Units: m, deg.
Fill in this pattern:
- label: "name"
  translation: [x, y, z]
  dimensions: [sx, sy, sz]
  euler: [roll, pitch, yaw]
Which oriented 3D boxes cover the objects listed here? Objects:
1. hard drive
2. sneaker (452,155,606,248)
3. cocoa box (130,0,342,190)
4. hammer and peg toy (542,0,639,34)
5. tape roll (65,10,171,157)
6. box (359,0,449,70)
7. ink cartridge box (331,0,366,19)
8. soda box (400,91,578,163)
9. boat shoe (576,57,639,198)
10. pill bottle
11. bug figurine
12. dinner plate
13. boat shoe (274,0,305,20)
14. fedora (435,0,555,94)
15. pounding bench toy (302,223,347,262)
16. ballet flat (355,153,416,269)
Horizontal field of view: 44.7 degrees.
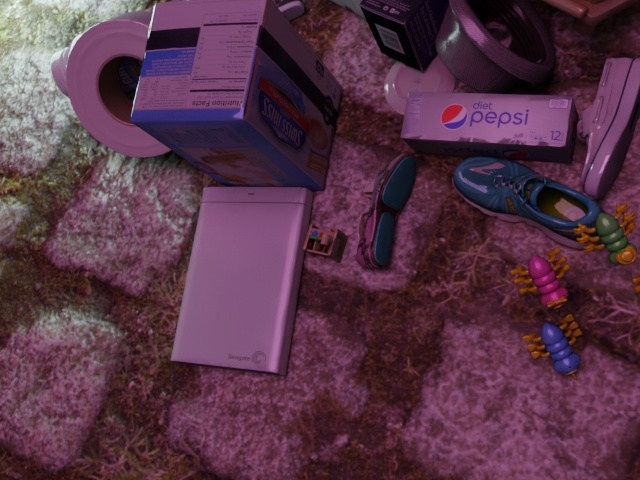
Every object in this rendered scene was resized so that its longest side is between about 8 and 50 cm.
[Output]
- label: "hard drive"
  translation: [-0.150, 0.069, 1.490]
  dimensions: [0.233, 0.047, 0.353]
  euler: [2, 75, 24]
- label: "sneaker"
  translation: [0.344, -0.081, 1.287]
  dimensions: [0.275, 0.110, 0.107]
  euler: [24, 85, 29]
- label: "cocoa box"
  translation: [-0.139, -0.250, 1.416]
  dimensions: [0.231, 0.347, 0.228]
  euler: [3, 75, 24]
- label: "hammer and peg toy"
  translation: [0.429, -0.464, 1.306]
  dimensions: [0.361, 0.127, 0.266]
  euler: [-30, 62, -12]
- label: "tape roll"
  translation: [-0.366, -0.317, 1.586]
  dimensions: [0.286, 0.100, 0.286]
  euler: [6, 116, 12]
- label: "box"
  translation: [0.189, -0.449, 1.437]
  dimensions: [0.108, 0.153, 0.207]
  euler: [33, 84, 29]
- label: "ink cartridge box"
  translation: [0.046, -0.547, 1.515]
  dimensions: [0.273, 0.198, 0.115]
  euler: [36, 88, 28]
- label: "soda box"
  translation: [0.292, -0.198, 1.352]
  dimensions: [0.286, 0.098, 0.091]
  euler: [7, 81, 26]
- label: "boat shoe"
  translation: [0.468, -0.188, 1.287]
  dimensions: [0.084, 0.095, 0.258]
  euler: [16, 70, 31]
- label: "pill bottle"
  translation: [-0.448, -0.399, 1.710]
  dimensions: [0.272, 0.152, 0.152]
  euler: [-13, 69, 20]
- label: "bug figurine"
  translation: [0.423, 0.079, 1.184]
  dimensions: [0.279, 0.072, 0.216]
  euler: [-33, 99, 12]
- label: "dinner plate"
  translation: [0.186, -0.302, 1.480]
  dimensions: [0.141, 0.017, 0.141]
  euler: [-7, 72, 22]
- label: "boat shoe"
  translation: [-0.101, -0.480, 1.647]
  dimensions: [0.142, 0.049, 0.040]
  euler: [-16, 62, 12]
- label: "fedora"
  translation: [0.287, -0.355, 1.367]
  dimensions: [0.124, 0.244, 0.275]
  euler: [-45, 45, 40]
- label: "pounding bench toy"
  translation: [0.000, 0.000, 1.425]
  dimensions: [0.065, 0.083, 0.052]
  euler: [13, 79, 26]
- label: "ballet flat"
  translation: [0.107, -0.056, 1.410]
  dimensions: [0.079, 0.077, 0.221]
  euler: [6, 76, 45]
